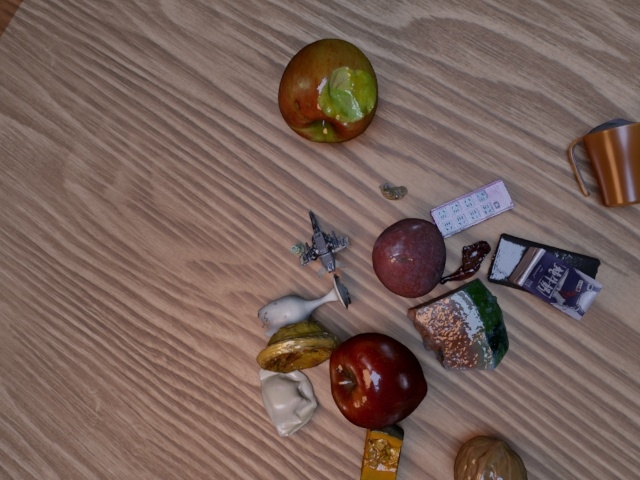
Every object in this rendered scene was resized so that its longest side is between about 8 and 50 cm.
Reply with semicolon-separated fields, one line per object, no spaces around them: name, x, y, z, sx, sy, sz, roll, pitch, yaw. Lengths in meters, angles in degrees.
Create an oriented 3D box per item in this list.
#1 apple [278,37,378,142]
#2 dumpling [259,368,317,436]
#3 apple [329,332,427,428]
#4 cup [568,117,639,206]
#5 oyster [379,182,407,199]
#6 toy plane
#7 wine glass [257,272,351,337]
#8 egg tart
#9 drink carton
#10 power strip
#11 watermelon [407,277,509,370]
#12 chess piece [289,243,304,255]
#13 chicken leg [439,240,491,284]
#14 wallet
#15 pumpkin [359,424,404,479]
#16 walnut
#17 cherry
apple;0.028;-0.492;1.494;0.339;0.339;0.339;0;88;10
dumpling;-0.115;0.546;1.596;0.179;0.131;0.252;-25;61;-11
apple;0.178;0.442;1.432;0.288;0.317;0.288;-19;64;42
cup;0.916;-0.240;1.419;0.226;0.182;0.264;-9;93;43
oyster;0.256;-0.178;1.586;0.083;0.038;0.081;-31;81;9
toy plane;-0.003;-0.003;1.585;0.192;0.088;0.262;-24;74;6
wine glass;-0.058;0.232;1.577;0.321;0.143;0.143;-25;84;11
egg tart;-0.078;0.355;1.517;0.290;0.290;0.115;-21;59;9
drink carton;0.734;0.134;1.418;0.222;0.102;0.134;32;93;4
power strip;0.511;-0.105;1.537;0.279;0.037;0.109;-25;83;8
watermelon;0.463;0.290;1.472;0.302;0.151;0.264;-23;85;8
chess piece;-0.085;0.033;1.610;0.042;0.093;0.042;0;89;11
chicken leg;0.493;0.083;1.528;0.093;0.053;0.205;38;87;32
wallet;0.728;0.098;1.488;0.321;0.044;0.170;16;92;7
pumpkin;0.211;0.705;1.526;0.131;0.126;0.248;11;109;3
walnut;0.531;0.732;1.417;0.228;0.228;0.228;0;88;10
cherry;0.282;0.056;1.460;0.221;0.307;0.261;8;92;37
